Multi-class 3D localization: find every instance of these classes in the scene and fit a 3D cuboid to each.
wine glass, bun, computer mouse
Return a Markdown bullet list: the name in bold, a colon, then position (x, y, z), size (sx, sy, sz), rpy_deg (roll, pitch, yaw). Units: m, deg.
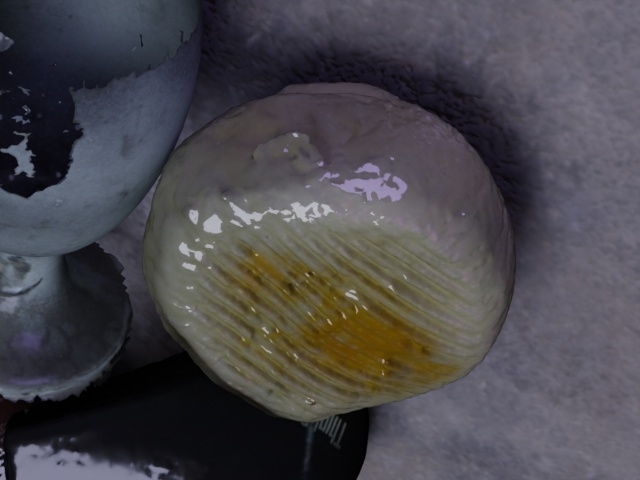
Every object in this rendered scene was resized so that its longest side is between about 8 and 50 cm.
- **wine glass**: position (-0.183, -0.059, 1.128), size (0.190, 0.190, 0.357), rpy_deg (25, 141, 6)
- **bun**: position (0.000, 0.000, 1.104), size (0.243, 0.153, 0.244), rpy_deg (-2, 133, -2)
- **computer mouse**: position (-0.087, 0.168, 1.258), size (0.269, 0.100, 0.170), rpy_deg (-20, 111, -3)

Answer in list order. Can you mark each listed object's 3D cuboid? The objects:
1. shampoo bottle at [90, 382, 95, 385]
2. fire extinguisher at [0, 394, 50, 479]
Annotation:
- **shampoo bottle**: position (-0.225, 0.134, 1.433), size (0.204, 0.065, 0.065), rpy_deg (6, 133, 25)
- **fire extinguisher**: position (-0.250, 0.151, 1.357), size (0.138, 0.102, 0.344), rpy_deg (-23, 99, 41)
